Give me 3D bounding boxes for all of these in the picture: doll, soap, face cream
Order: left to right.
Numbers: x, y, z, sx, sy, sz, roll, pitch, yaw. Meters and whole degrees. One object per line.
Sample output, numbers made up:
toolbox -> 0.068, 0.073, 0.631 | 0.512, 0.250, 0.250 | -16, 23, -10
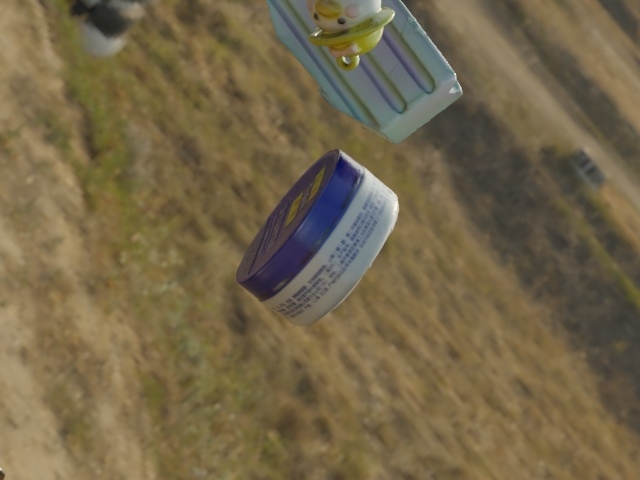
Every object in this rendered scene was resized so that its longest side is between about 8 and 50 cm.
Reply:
face cream -> 0.000, 0.000, 1.821 | 0.111, 0.206, 0.206 | 36, 19, -13
doll -> 0.017, -0.233, 1.224 | 0.081, 0.129, 0.207 | -50, 144, -48
soap -> 0.047, -0.233, 1.819 | 0.230, 0.145, 0.091 | 55, 5, 15

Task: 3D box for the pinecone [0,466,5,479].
pinecone -> -0.625, 0.320, 1.942 | 0.384, 0.384, 0.384 | 45, 17, -17
